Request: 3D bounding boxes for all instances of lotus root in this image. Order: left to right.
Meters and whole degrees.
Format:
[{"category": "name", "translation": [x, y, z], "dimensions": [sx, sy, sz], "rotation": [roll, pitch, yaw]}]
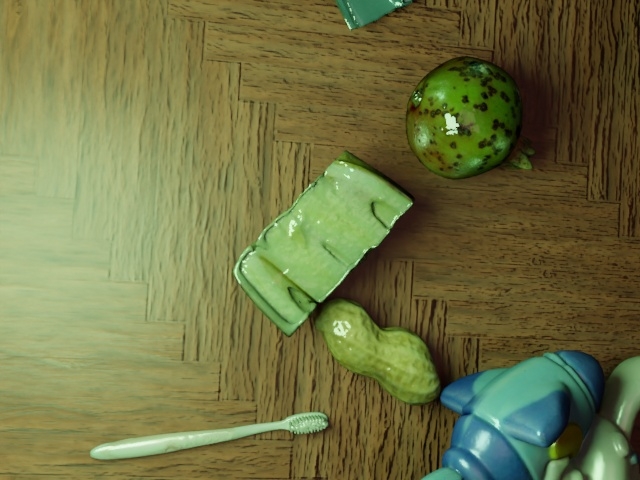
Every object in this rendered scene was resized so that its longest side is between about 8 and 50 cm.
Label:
[{"category": "lotus root", "translation": [0.000, 0.000, 1.079], "dimensions": [0.119, 0.138, 0.235], "rotation": [44, 83, 0]}]

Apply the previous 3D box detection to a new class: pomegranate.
[{"category": "pomegranate", "translation": [0.201, -0.148, 1.114], "dimensions": [0.205, 0.159, 0.159], "rotation": [25, 84, -33]}]

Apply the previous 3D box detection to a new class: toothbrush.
[{"category": "toothbrush", "translation": [-0.140, 0.254, 1.101], "dimensions": [0.307, 0.029, 0.025], "rotation": [-6, 97, -9]}]

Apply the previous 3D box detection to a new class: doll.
[{"category": "doll", "translation": [0.291, 0.275, 1.068], "dimensions": [0.366, 0.187, 0.376], "rotation": [27, 54, -25]}]

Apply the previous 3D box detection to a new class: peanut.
[{"category": "peanut", "translation": [0.077, 0.143, 1.114], "dimensions": [0.193, 0.089, 0.089], "rotation": [32, 84, -8]}]

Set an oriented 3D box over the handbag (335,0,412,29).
[{"category": "handbag", "translation": [0.107, -0.391, 1.149], "dimensions": [0.221, 0.057, 0.144], "rotation": [-29, 97, -9]}]
